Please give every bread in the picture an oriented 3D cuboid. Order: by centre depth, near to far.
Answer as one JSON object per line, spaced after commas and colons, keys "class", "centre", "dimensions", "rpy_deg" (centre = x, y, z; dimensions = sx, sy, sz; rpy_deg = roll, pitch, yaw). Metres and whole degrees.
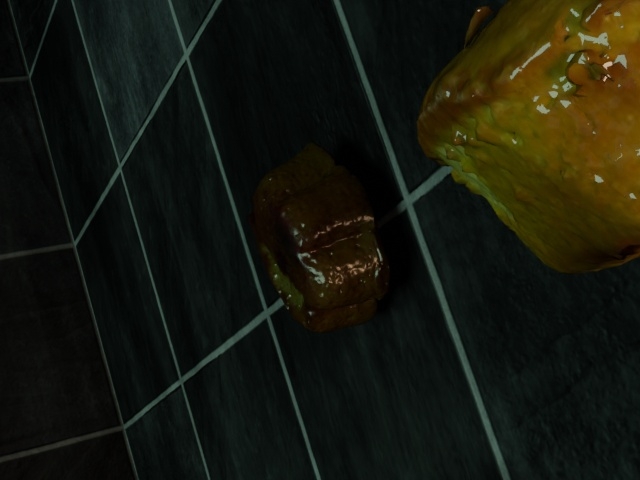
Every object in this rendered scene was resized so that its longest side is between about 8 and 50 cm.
{"class": "bread", "centre": [0.244, -0.112, 0.718], "dimensions": [0.204, 0.337, 0.358], "rpy_deg": [62, 177, 6]}
{"class": "bread", "centre": [0.003, 0.012, 1.393], "dimensions": [0.246, 0.135, 0.232], "rpy_deg": [54, 156, 34]}
